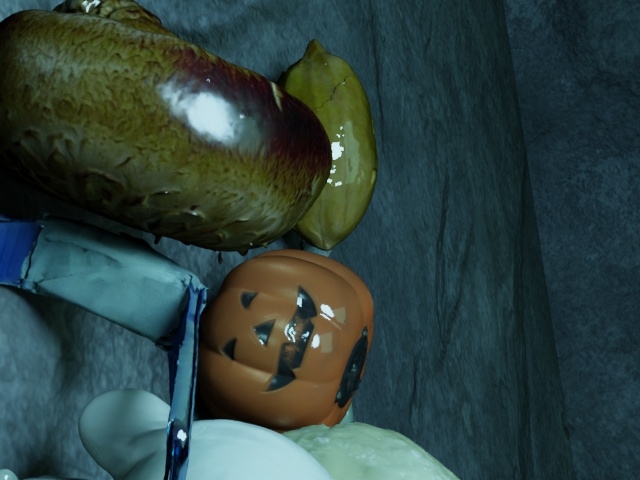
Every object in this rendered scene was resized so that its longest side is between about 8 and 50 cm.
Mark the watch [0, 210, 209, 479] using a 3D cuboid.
[{"bbox_3d":[-0.144,0.056,0.853,0.068,0.276,0.274,-67,163,9],"label":"watch"}]

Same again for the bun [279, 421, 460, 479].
[{"bbox_3d":[-0.006,0.295,1.081,0.352,0.227,0.349,-34,140,-38],"label":"bun"}]

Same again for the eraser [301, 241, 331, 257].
[{"bbox_3d":[0.000,0.000,1.573,0.083,0.019,0.038,-60,138,-59],"label":"eraser"}]

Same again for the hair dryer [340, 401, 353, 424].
[{"bbox_3d":[-0.004,0.118,1.480,0.199,0.067,0.167,-74,143,-69],"label":"hair dryer"}]

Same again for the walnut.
[{"bbox_3d":[0.002,-0.109,1.470,0.137,0.137,0.245,25,66,-65],"label":"walnut"}]

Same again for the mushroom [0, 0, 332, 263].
[{"bbox_3d":[-0.132,-0.084,0.982,0.297,0.278,0.163,24,98,-56],"label":"mushroom"}]

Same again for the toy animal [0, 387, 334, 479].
[{"bbox_3d":[-0.120,0.203,0.852,0.249,0.289,0.174,-106,170,-52],"label":"toy animal"}]

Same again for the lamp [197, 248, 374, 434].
[{"bbox_3d":[-0.040,0.099,1.231,0.187,0.164,0.187,16,90,-73],"label":"lamp"}]
